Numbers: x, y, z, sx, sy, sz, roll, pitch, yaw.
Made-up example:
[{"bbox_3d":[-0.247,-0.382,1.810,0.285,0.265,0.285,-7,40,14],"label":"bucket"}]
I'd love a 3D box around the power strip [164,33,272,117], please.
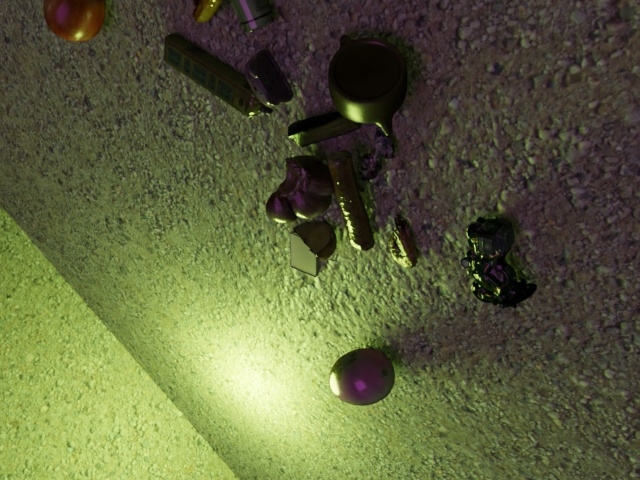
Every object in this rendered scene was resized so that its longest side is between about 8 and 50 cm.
[{"bbox_3d":[-0.298,-0.465,1.858,0.388,0.066,0.092,33,140,11],"label":"power strip"}]

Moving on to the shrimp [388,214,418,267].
[{"bbox_3d":[0.233,0.003,1.856,0.099,0.041,0.180,20,137,45],"label":"shrimp"}]

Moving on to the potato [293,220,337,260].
[{"bbox_3d":[0.000,0.000,2.005,0.089,0.100,0.172,48,177,-40],"label":"potato"}]

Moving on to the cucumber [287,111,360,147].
[{"bbox_3d":[0.012,-0.317,1.748,0.211,0.062,0.078,-13,148,37],"label":"cucumber"}]

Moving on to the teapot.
[{"bbox_3d":[0.109,-0.373,1.548,0.175,0.186,0.267,78,168,-70],"label":"teapot"}]

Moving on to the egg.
[{"bbox_3d":[0.134,0.470,2.190,0.196,0.196,0.271,45,135,-1],"label":"egg"}]

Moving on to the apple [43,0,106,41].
[{"bbox_3d":[-0.735,-0.699,1.925,0.199,0.199,0.199,21,134,24],"label":"apple"}]

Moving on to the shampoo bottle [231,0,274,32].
[{"bbox_3d":[-0.203,-0.659,1.607,0.085,0.085,0.262,-2,122,39],"label":"shampoo bottle"}]

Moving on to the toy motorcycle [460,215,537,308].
[{"bbox_3d":[0.462,0.068,1.663,0.187,0.125,0.274,15,132,41],"label":"toy motorcycle"}]

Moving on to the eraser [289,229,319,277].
[{"bbox_3d":[-0.054,0.044,2.116,0.104,0.023,0.150,21,134,23],"label":"eraser"}]

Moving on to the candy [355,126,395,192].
[{"bbox_3d":[0.135,-0.212,1.742,0.094,0.051,0.226,45,138,11],"label":"candy"}]

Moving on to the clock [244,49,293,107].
[{"bbox_3d":[-0.148,-0.427,1.737,0.050,0.110,0.152,-18,110,42],"label":"clock"}]

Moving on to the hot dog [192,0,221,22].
[{"bbox_3d":[-0.283,-0.628,1.643,0.249,0.068,0.100,-170,76,-70],"label":"hot dog"}]

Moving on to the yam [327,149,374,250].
[{"bbox_3d":[0.085,-0.108,1.796,0.081,0.081,0.356,14,142,29],"label":"yam"}]

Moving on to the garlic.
[{"bbox_3d":[-0.043,-0.132,1.830,0.160,0.191,0.214,30,108,22],"label":"garlic"}]
